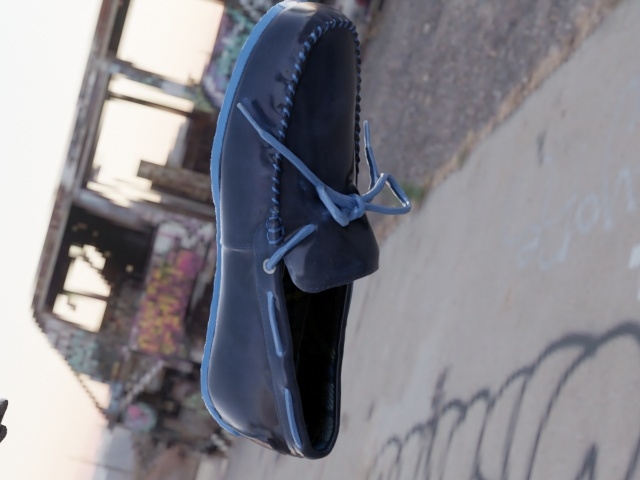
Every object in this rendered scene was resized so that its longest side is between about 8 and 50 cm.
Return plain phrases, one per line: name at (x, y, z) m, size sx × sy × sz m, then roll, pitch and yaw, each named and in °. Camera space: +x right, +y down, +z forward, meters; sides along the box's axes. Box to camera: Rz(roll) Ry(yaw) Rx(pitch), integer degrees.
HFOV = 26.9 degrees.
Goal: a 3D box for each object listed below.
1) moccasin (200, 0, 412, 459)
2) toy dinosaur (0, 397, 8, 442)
moccasin at (0.000, 0.000, 0.966) m, size 0.138 × 0.117 × 0.342 m, roll -25°, pitch -51°, yaw -42°
toy dinosaur at (-0.237, 0.109, 0.580) m, size 0.313 × 0.160 × 0.121 m, roll -56°, pitch -21°, yaw -32°
